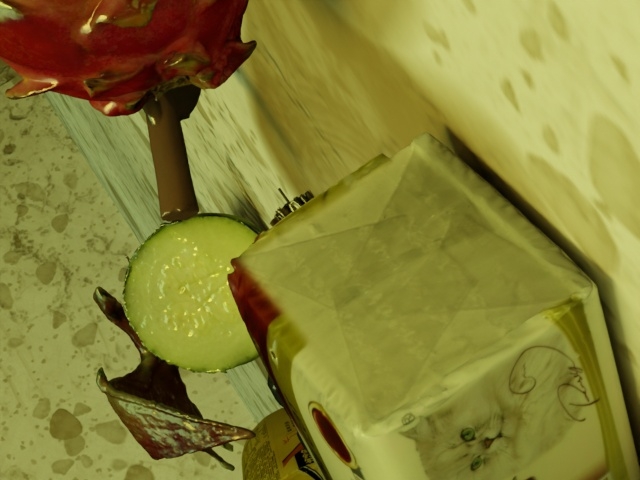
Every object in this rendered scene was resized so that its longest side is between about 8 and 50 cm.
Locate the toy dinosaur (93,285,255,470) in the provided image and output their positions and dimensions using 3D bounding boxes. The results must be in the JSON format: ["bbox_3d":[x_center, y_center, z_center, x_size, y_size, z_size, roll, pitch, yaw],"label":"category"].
[{"bbox_3d":[-0.114,0.110,1.323,0.206,0.113,0.327,61,-171,11],"label":"toy dinosaur"}]

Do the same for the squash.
[{"bbox_3d":[-0.105,0.043,1.228,0.137,0.137,0.287,59,173,-4],"label":"squash"}]

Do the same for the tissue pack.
[{"bbox_3d":[0.045,0.059,0.514,0.106,0.099,0.148,49,167,46],"label":"tissue pack"}]

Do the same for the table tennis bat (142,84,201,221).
[{"bbox_3d":[-0.046,-0.106,0.774,0.107,0.119,0.169,18,-122,-63],"label":"table tennis bat"}]

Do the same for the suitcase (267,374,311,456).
[{"bbox_3d":[0.068,0.221,1.077,0.206,0.066,0.285,45,164,57],"label":"suitcase"}]

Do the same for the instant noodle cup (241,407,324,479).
[{"bbox_3d":[-0.003,0.221,1.254,0.151,0.151,0.122,63,179,-28],"label":"instant noodle cup"}]

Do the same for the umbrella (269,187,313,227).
[{"bbox_3d":[-0.001,0.001,0.834,0.083,0.031,0.020,55,139,10],"label":"umbrella"}]

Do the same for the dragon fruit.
[{"bbox_3d":[-0.091,-0.124,0.514,0.166,0.136,0.133,46,167,-34],"label":"dragon fruit"}]
